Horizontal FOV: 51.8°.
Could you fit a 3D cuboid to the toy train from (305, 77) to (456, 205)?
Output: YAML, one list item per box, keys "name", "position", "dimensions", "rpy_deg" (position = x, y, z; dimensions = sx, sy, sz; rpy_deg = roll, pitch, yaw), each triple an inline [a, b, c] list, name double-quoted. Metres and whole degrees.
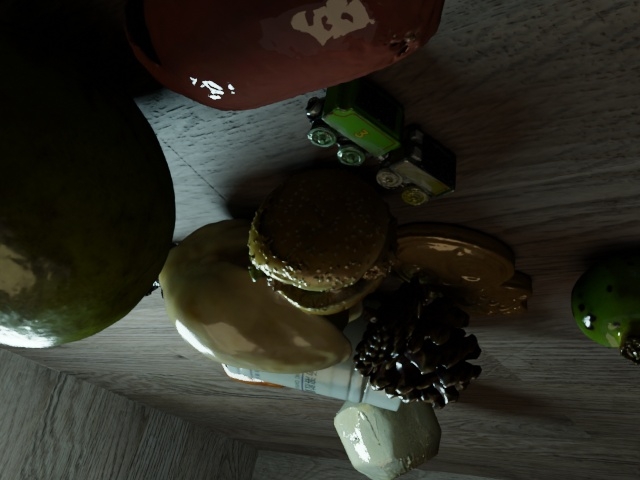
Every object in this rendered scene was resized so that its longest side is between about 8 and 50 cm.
- name: "toy train"
  position: [0.075, -0.106, 0.731]
  dimensions: [0.202, 0.060, 0.081]
  rpy_deg: [28, 146, -31]

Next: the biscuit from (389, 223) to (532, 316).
- name: "biscuit"
  position: [0.215, 0.057, 1.019]
  dimensions: [0.202, 0.044, 0.288]
  rpy_deg: [-7, 145, 38]

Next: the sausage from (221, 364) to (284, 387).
- name: "sausage"
  position: [-0.128, 0.278, 1.550]
  dimensions: [0.258, 0.133, 0.133]
  rpy_deg: [-6, 148, 39]

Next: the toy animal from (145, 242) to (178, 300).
- name: "toy animal"
  position: [-0.291, 0.058, 1.211]
  dimensions: [0.220, 0.108, 0.062]
  rpy_deg: [43, 169, 23]

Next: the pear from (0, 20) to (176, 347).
- name: "pear"
  position: [-0.334, -0.056, 0.734]
  dimensions: [0.352, 0.352, 0.413]
  rpy_deg: [7, 147, 14]

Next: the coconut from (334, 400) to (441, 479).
- name: "coconut"
  position: [0.161, 0.442, 1.615]
  dimensions: [0.245, 0.247, 0.245]
  rpy_deg: [-25, 167, -6]

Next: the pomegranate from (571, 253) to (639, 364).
- name: "pomegranate"
  position: [0.402, 0.081, 0.861]
  dimensions: [0.143, 0.122, 0.169]
  rpy_deg: [-5, -172, 25]

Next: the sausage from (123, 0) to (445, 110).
- name: "sausage"
  position: [-0.034, -0.188, 0.513]
  dimensions: [0.279, 0.152, 0.152]
  rpy_deg: [-5, 149, 34]

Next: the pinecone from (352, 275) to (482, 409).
- name: "pinecone"
  position: [0.159, 0.168, 1.024]
  dimensions: [0.212, 0.169, 0.185]
  rpy_deg: [26, 125, -37]

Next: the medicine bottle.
- name: "medicine bottle"
  position: [0.011, 0.187, 1.213]
  dimensions: [0.332, 0.190, 0.190]
  rpy_deg: [11, 155, 6]

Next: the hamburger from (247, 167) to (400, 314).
- name: "hamburger"
  position: [0.009, -0.001, 0.836]
  dimensions: [0.191, 0.182, 0.118]
  rpy_deg: [23, 163, 21]

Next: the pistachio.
- name: "pistachio"
  position: [-0.092, 0.092, 1.019]
  dimensions: [0.321, 0.229, 0.238]
  rpy_deg: [20, 148, -5]
